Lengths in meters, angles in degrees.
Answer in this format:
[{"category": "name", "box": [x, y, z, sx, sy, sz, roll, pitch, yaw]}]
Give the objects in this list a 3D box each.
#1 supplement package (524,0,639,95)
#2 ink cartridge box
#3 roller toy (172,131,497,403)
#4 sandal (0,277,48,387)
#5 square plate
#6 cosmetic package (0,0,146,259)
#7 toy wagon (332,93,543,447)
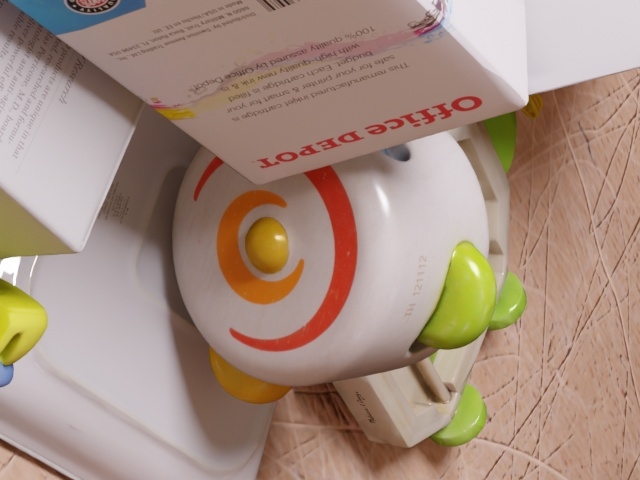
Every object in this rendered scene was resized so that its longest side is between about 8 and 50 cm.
[{"category": "supplement package", "box": [0.212, -0.256, 1.517, 0.262, 0.199, 0.198, -110, -174, -74]}, {"category": "ink cartridge box", "box": [-0.027, -0.190, 1.076, 0.270, 0.198, 0.197, 37, 45, -50]}, {"category": "roller toy", "box": [0.000, 0.000, 1.256, 0.146, 0.209, 0.191, -6, 78, -52]}, {"category": "sandal", "box": [-0.288, 0.089, 1.018, 0.317, 0.126, 0.138, 3, 106, -47]}, {"category": "square plate", "box": [-0.109, 0.009, 1.309, 0.344, 0.049, 0.347, 41, 57, -45]}, {"category": "cosmetic package", "box": [-0.220, -0.098, 1.082, 0.183, 0.151, 0.151, 47, 53, -43]}, {"category": "toy wagon", "box": [0.100, -0.003, 1.541, 0.344, 0.068, 0.267, -67, 148, -29]}]
